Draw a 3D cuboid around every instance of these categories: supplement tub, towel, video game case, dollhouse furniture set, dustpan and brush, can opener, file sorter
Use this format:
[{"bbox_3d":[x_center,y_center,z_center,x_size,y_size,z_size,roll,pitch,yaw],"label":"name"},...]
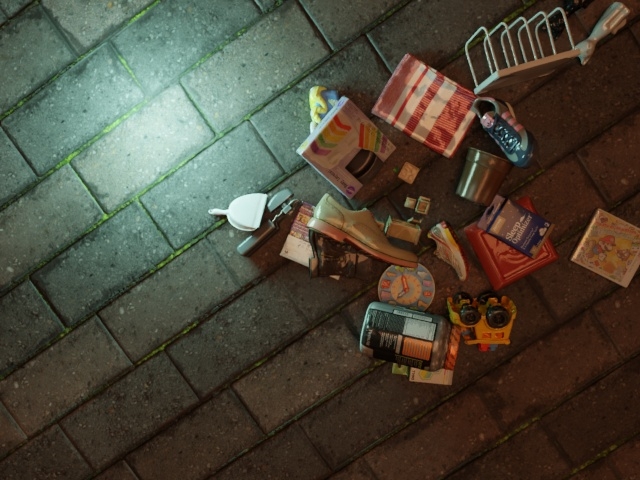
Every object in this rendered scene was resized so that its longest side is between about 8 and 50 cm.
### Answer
[{"bbox_3d":[0.306,0.330,1.765,0.315,0.193,0.194,12,96,14],"label":"supplement tub"},{"bbox_3d":[0.374,-0.464,1.799,0.328,0.037,0.237,31,96,-2],"label":"towel"},{"bbox_3d":[0.000,0.000,1.847,0.232,0.042,0.210,22,95,-1],"label":"video game case"},{"bbox_3d":[0.266,-0.095,1.793,0.181,0.101,0.161,16,106,0],"label":"dollhouse furniture set"},{"bbox_3d":[-0.299,-0.102,1.829,0.211,0.060,0.147,8,61,7],"label":"dustpan and brush"},{"bbox_3d":[-0.191,-0.063,1.836,0.283,0.076,0.095,-41,77,6],"label":"can opener"},{"bbox_3d":[0.644,-0.618,1.688,0.277,0.193,0.173,-16,91,-4],"label":"file sorter"},{"bbox_3d":[1.027,0.027,1.832,0.226,0.026,0.207,26,95,-1],"label":"video game case"}]

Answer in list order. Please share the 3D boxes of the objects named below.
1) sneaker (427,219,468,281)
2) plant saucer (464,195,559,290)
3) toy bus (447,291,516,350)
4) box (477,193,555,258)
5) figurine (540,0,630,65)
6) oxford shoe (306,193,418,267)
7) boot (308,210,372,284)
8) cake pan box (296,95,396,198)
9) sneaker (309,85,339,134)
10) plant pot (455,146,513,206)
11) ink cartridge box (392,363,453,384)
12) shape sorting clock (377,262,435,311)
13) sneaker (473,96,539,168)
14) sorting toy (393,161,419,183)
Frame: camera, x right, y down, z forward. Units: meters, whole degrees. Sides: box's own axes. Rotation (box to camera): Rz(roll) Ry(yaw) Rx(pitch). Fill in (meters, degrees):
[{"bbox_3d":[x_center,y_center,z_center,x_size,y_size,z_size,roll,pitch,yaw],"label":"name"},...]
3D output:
[{"bbox_3d":[0.454,0.043,1.830,0.092,0.088,0.225,-26,94,24],"label":"sneaker"},{"bbox_3d":[0.680,0.013,1.830,0.258,0.048,0.259,-28,95,4],"label":"plant saucer"},{"bbox_3d":[0.557,0.300,1.823,0.220,0.149,0.212,0,111,4],"label":"toy bus"},{"bbox_3d":[0.670,-0.050,1.784,0.225,0.036,0.137,29,95,0],"label":"box"},{"bbox_3d":[0.887,-0.730,1.744,0.215,0.092,0.209,41,103,-3],"label":"figurine"},{"bbox_3d":[0.160,-0.024,1.700,0.396,0.140,0.147,25,84,-13],"label":"oxford shoe"},{"bbox_3d":[0.074,0.021,1.793,0.228,0.091,0.263,0,99,-5],"label":"boot"},{"bbox_3d":[0.092,-0.306,1.760,0.246,0.070,0.267,-46,119,6],"label":"cake pan box"},{"bbox_3d":[0.027,-0.412,1.785,0.126,0.091,0.240,-3,94,1],"label":"sneaker"},{"bbox_3d":[0.549,-0.211,1.763,0.166,0.167,0.165,20,103,0],"label":"plant pot"},{"bbox_3d":[0.370,0.448,1.869,0.209,0.062,0.109,6,96,1],"label":"ink cartridge box"},{"bbox_3d":[0.307,0.175,1.856,0.206,0.040,0.206,0,96,2],"label":"shape sorting clock"},{"bbox_3d":[0.585,-0.352,1.678,0.131,0.319,0.112,11,131,-23],"label":"sneaker"},{"bbox_3d":[0.299,-0.245,1.832,0.083,0.012,0.062,28,100,-5],"label":"sorting toy"}]
